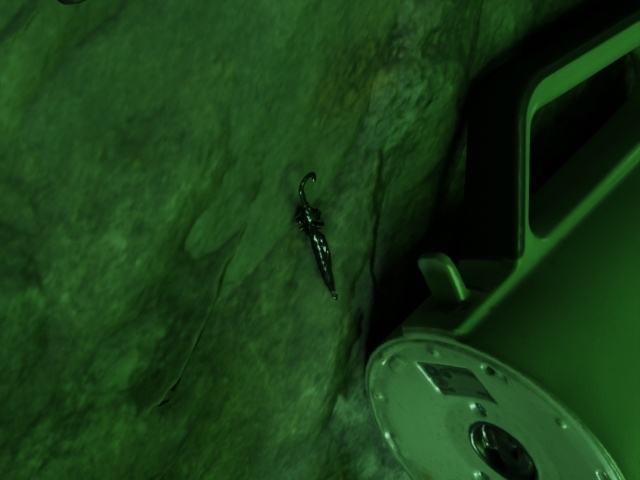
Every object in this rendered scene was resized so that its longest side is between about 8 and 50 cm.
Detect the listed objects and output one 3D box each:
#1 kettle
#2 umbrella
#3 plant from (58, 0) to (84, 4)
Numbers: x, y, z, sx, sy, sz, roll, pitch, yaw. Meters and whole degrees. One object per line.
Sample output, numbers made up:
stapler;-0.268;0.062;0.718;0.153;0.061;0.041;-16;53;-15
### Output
kettle;0.220;0.013;1.472;0.376;0.250;0.361;-44;115;-30
umbrella;-0.003;0.003;1.310;0.022;0.022;0.149;-49;150;-27
plant;-0.083;-0.241;0.799;0.320;0.181;0.194;-39;169;-2
